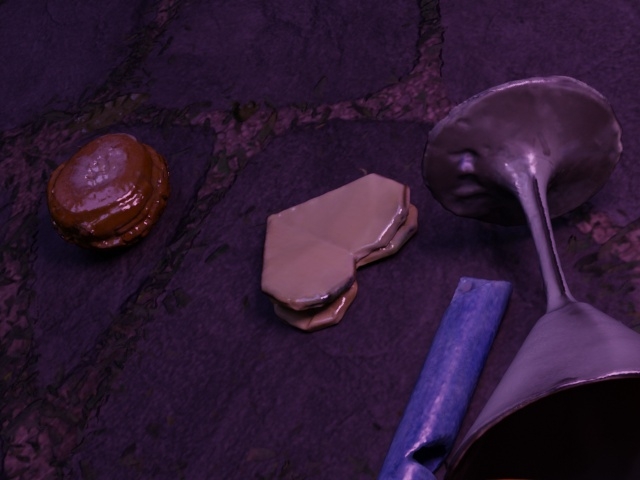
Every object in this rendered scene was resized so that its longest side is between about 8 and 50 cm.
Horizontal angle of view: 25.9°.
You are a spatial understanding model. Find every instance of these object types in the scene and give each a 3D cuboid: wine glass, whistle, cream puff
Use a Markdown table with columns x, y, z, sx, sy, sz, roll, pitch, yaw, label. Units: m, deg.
| x | y | z | sx | sy | sz | roll | pitch | yaw | label |
| --- | --- | --- | --- | --- | --- | --- | --- | --- | --- |
| 0.220 | 0.054 | 1.270 | 0.267 | 0.267 | 0.406 | -19 | 43 | 14 | wine glass |
| 0.116 | 0.159 | 1.378 | 0.062 | 0.062 | 0.304 | 4 | 54 | 33 | whistle |
| -0.263 | -0.054 | 1.752 | 0.165 | 0.115 | 0.150 | -22 | 50 | -2 | cream puff |

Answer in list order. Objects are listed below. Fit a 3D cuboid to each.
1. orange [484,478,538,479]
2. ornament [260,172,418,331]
| x | y | z | sx | sy | sz | roll | pitch | yaw | label |
| --- | --- | --- | --- | --- | --- | --- | --- | --- | --- |
| 0.122 | 0.375 | 0.967 | 0.424 | 0.326 | 0.424 | 7 | 54 | -9 | orange |
| 0.000 | 0.000 | 1.598 | 0.180 | 0.059 | 0.201 | 25 | 64 | 43 | ornament |
